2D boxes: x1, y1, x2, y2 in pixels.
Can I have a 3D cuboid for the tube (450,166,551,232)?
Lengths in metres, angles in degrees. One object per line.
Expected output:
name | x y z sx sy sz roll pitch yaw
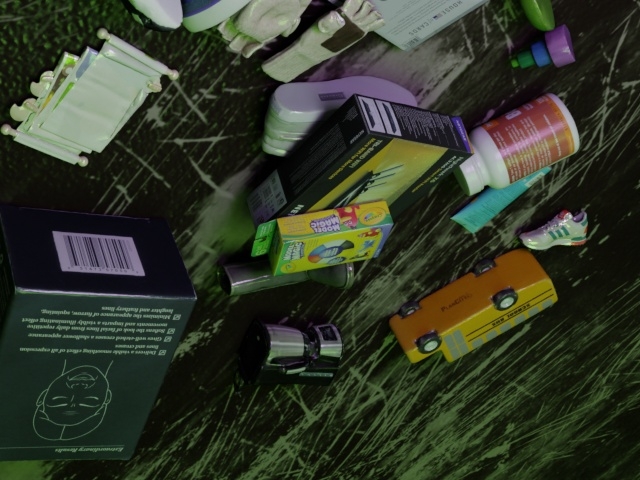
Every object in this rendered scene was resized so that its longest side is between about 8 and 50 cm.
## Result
tube | 0.349 -0.091 1.991 0.207 0.052 0.080 -42 130 21

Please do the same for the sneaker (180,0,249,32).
sneaker | -0.133 -0.454 1.386 0.322 0.130 0.236 -31 116 29

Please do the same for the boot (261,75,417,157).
boot | 0.025 -0.198 1.715 0.258 0.095 0.123 -2 144 -21

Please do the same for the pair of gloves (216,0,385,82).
pair of gloves | -0.025 -0.318 1.527 0.204 0.042 0.240 -31 157 15

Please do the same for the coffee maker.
coffee maker | -0.064 0.232 2.053 0.178 0.120 0.171 6 150 -29

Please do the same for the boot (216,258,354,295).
boot | -0.064 0.058 1.848 0.208 0.189 0.076 -2 91 -24

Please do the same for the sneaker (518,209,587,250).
sneaker | 0.476 -0.027 2.114 0.161 0.057 0.075 -5 115 -21

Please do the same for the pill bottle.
pill bottle | 0.343 -0.168 1.861 0.216 0.121 0.121 -26 136 -2

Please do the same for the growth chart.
growth chart | -0.350 -0.211 1.552 0.237 0.021 0.172 -42 134 15

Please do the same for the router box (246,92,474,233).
router box | 0.062 -0.107 1.720 0.242 0.081 0.309 5 147 -40

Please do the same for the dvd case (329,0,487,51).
dvd case | 0.117 -0.385 1.563 0.179 0.030 0.238 -26 144 37

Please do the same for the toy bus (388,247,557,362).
toy bus | 0.315 0.145 2.148 0.332 0.108 0.130 -30 138 2

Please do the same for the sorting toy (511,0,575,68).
sorting toy | 0.288 -0.393 1.657 0.126 0.127 0.365 -18 139 25

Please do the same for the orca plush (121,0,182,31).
orca plush | -0.290 -0.391 1.361 0.102 0.151 0.287 -8 146 25

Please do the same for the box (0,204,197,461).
box | -0.421 0.165 1.728 0.293 0.212 0.396 5 126 -31

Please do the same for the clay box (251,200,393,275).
clay box | 0.000 0.000 1.737 0.221 0.053 0.127 -11 155 -15
